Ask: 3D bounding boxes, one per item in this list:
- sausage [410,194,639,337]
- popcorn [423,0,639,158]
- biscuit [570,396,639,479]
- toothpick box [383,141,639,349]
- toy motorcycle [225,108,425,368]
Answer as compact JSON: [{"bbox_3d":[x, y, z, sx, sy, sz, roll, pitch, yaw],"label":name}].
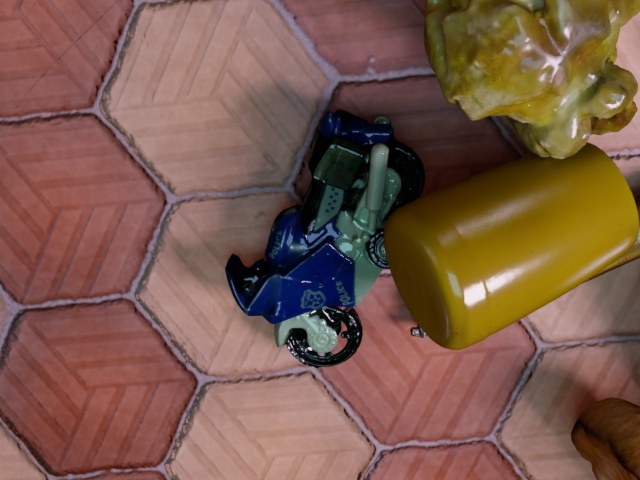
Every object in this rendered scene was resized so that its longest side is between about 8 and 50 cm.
[{"bbox_3d":[0.275,0.035,1.725,0.371,0.082,0.082,-26,107,11],"label":"sausage"},{"bbox_3d":[0.242,-0.221,1.543,0.276,0.225,0.276,-7,110,-20],"label":"popcorn"},{"bbox_3d":[0.430,0.313,1.711,0.102,0.296,0.296,-37,106,-6],"label":"biscuit"},{"bbox_3d":[0.224,-0.004,1.591,0.271,0.175,0.175,-25,109,-14],"label":"toothpick box"},{"bbox_3d":[0.000,0.000,1.701,0.196,0.125,0.331,19,114,-6],"label":"toy motorcycle"}]
